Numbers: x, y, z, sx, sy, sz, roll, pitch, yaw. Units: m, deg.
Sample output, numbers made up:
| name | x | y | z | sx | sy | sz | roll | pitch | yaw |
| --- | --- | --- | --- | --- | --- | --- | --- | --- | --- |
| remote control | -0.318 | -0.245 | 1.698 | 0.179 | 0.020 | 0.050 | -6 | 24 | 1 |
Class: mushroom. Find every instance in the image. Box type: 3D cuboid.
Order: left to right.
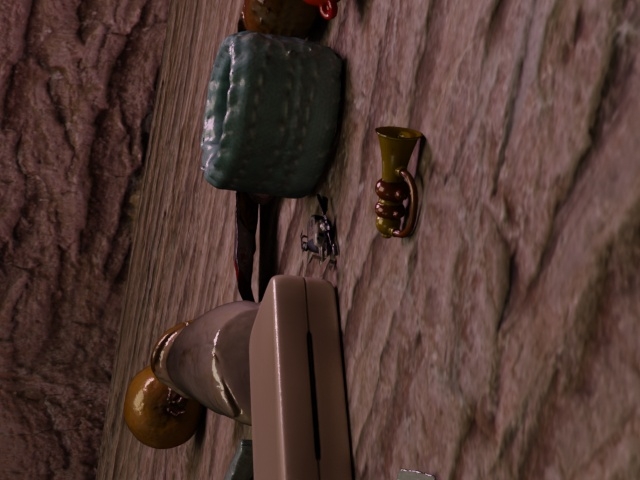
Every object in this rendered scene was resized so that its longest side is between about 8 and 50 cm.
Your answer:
| name | x | y | z | sx | sy | sz | roll | pitch | yaw |
| --- | --- | --- | --- | --- | --- | --- | --- | --- | --- |
| mushroom | -0.133 | 0.158 | 1.863 | 0.407 | 0.137 | 0.154 | 177 | 87 | -70 |

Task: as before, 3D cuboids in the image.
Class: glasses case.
| name | x | y | z | sx | sy | sz | roll | pitch | yaw |
| --- | --- | --- | --- | --- | --- | --- | --- | --- | --- |
| glasses case | -0.025 | 0.206 | 1.503 | 0.144 | 0.076 | 0.336 | 112 | 160 | -49 |

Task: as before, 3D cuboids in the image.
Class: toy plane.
| name | x | y | z | sx | sy | sz | roll | pitch | yaw |
| --- | --- | --- | --- | --- | --- | --- | --- | --- | --- |
| toy plane | 0.000 | 0.000 | 1.600 | 0.121 | 0.031 | 0.049 | -94 | 26 | -47 |

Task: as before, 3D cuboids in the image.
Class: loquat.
| name | x | y | z | sx | sy | sz | roll | pitch | yaw |
| --- | --- | --- | --- | --- | --- | --- | --- | --- | --- |
| loquat | -0.267 | 0.280 | 2.333 | 0.163 | 0.137 | 0.163 | -59 | 12 | 22 |

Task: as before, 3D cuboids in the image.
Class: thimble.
| name | x | y | z | sx | sy | sz | roll | pitch | yaw |
| --- | --- | --- | --- | --- | --- | --- | --- | --- | --- |
| thimble | -0.063 | -0.163 | 1.698 | 0.235 | 0.143 | 0.198 | 117 | 156 | -50 |

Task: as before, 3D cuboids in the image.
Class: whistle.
| name | x | y | z | sx | sy | sz | roll | pitch | yaw |
| --- | --- | --- | --- | --- | --- | --- | --- | --- | --- |
| whistle | 0.078 | -0.052 | 1.316 | 0.046 | 0.057 | 0.109 | -21 | -64 | -54 |

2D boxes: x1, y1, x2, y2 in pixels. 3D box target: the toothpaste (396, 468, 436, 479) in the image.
| name | x | y | z | sx | sy | sz | roll | pitch | yaw |
| --- | --- | --- | --- | --- | --- | --- | --- | --- | --- |
| toothpaste | 0.071 | 0.295 | 1.163 | 0.057 | 0.034 | 0.197 | -2 | 79 | 60 |

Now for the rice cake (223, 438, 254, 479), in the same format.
| name | x | y | z | sx | sy | sz | roll | pitch | yaw |
| --- | --- | --- | --- | --- | --- | --- | --- | --- | --- |
| rice cake | -0.115 | 0.332 | 1.902 | 0.171 | 0.033 | 0.029 | 111 | 156 | -44 |

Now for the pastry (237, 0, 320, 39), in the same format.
| name | x | y | z | sx | sy | sz | roll | pitch | yaw |
| --- | --- | --- | --- | --- | --- | --- | --- | --- | --- |
| pastry | -0.041 | -0.360 | 1.790 | 0.229 | 0.100 | 0.218 | -138 | 60 | -79 |

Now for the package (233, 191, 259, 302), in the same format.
| name | x | y | z | sx | sy | sz | roll | pitch | yaw |
| --- | --- | --- | --- | --- | --- | --- | --- | --- | --- |
| package | -0.111 | -0.022 | 1.961 | 0.154 | 0.030 | 0.239 | 69 | -163 | -60 |

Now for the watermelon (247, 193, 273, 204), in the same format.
| name | x | y | z | sx | sy | sz | roll | pitch | yaw |
| --- | --- | --- | --- | --- | --- | --- | --- | --- | --- |
| watermelon | -0.080 | -0.120 | 1.926 | 0.187 | 0.071 | 0.139 | -85 | -11 | -63 |

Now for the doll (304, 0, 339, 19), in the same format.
| name | x | y | z | sx | sy | sz | roll | pitch | yaw |
| --- | --- | --- | --- | --- | --- | --- | --- | --- | --- |
| doll | 0.006 | -0.366 | 1.610 | 0.183 | 0.085 | 0.217 | 0 | 78 | 57 |
